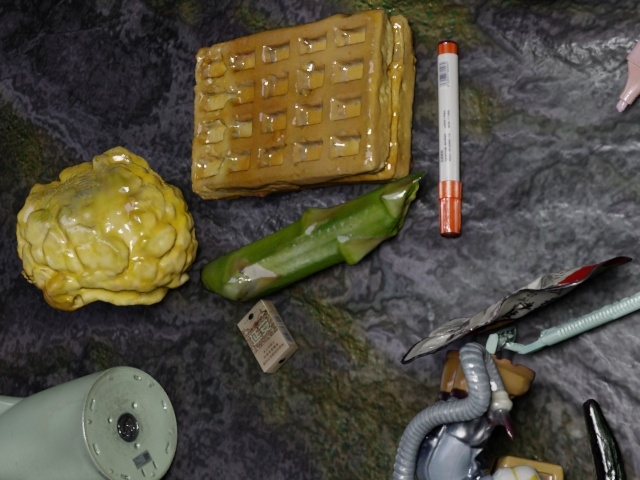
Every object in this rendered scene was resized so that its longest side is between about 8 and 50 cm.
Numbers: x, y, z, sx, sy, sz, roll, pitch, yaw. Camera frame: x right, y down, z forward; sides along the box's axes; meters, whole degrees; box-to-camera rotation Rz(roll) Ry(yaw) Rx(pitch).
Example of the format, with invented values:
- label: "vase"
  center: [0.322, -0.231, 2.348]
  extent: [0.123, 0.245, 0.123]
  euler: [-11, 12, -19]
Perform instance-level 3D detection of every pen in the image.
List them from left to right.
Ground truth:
- label: "pen"
  center: [0.153, -0.122, 1.551]
  extent: [0.028, 0.028, 0.239]
  euler: [-9, 75, 38]
- label: "pen"
  center: [0.376, -0.220, 1.388]
  extent: [0.053, 0.032, 0.197]
  euler: [44, 106, 35]

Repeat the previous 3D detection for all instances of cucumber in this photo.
- label: "cucumber"
  center: [0.300, 0.231, 1.358]
  extent: [0.034, 0.033, 0.135]
  euler: [-4, 75, 0]

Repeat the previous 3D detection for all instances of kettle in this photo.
- label: "kettle"
  center: [-0.332, 0.303, 1.789]
  extent: [0.255, 0.165, 0.240]
  euler: [-19, 98, 36]

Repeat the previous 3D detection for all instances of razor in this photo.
- label: "razor"
  center: [0.284, 0.084, 1.388]
  extent: [0.211, 0.084, 0.036]
  euler: [-19, 86, 25]

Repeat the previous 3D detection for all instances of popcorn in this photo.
- label: "popcorn"
  center: [-0.295, -0.013, 1.783]
  extent: [0.250, 0.190, 0.250]
  euler: [-5, 50, 5]

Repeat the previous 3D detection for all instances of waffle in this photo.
- label: "waffle"
  center: [-0.032, -0.167, 1.669]
  extent: [0.327, 0.098, 0.224]
  euler: [-4, 77, 38]

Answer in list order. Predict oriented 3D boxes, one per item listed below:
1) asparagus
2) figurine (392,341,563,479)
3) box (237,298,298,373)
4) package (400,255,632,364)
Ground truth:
- label: "asparagus"
  center: [0.000, 0.001, 1.616]
  extent: [0.343, 0.082, 0.085]
  euler: [-24, 108, 26]
- label: "figurine"
  center: [0.143, 0.313, 1.369]
  extent: [0.186, 0.261, 0.382]
  euler: [17, 79, 4]
- label: "box"
  center: [-0.068, 0.124, 1.685]
  extent: [0.053, 0.024, 0.083]
  euler: [-48, 57, 22]
- label: "package"
  center: [0.206, 0.070, 1.390]
  extent: [0.239, 0.154, 0.030]
  euler: [-30, 84, 33]
